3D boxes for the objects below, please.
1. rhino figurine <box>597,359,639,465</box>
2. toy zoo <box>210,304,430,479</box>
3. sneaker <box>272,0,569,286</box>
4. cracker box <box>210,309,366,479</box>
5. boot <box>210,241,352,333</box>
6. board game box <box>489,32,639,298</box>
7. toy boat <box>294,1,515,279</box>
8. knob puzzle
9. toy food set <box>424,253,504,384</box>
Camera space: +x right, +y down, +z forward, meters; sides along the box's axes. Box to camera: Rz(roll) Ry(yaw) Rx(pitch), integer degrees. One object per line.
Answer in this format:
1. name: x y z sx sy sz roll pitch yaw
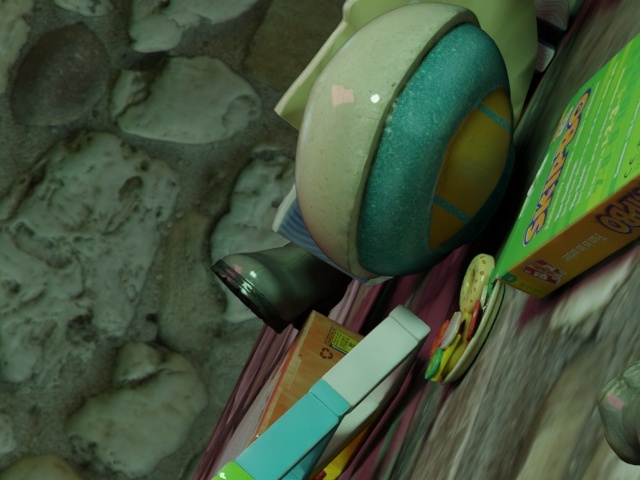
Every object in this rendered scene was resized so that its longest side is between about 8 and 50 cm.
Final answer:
1. rhino figurine: 0.148 -0.025 0.438 0.243 0.073 0.106 -63 0 -17
2. toy zoo: -0.023 0.157 1.134 0.293 0.030 0.192 -40 -16 -39
3. sneaker: 0.100 -0.118 1.406 0.315 0.127 0.182 -54 4 22
4. cracker box: -0.044 0.192 1.517 0.232 0.067 0.156 -58 6 46
5. boot: 0.000 0.000 1.517 0.161 0.083 0.246 -48 -13 6
6. board game box: 0.151 -0.051 0.824 0.124 0.039 0.259 -64 7 -17
7. toy boat: 0.102 -0.115 1.122 0.318 0.148 0.267 -66 -14 3
8. knob puzzle: 0.080 -0.131 1.254 0.213 0.213 0.030 -62 36 19
9. toy food set: 0.089 0.051 1.049 0.083 0.020 0.082 -62 4 16
